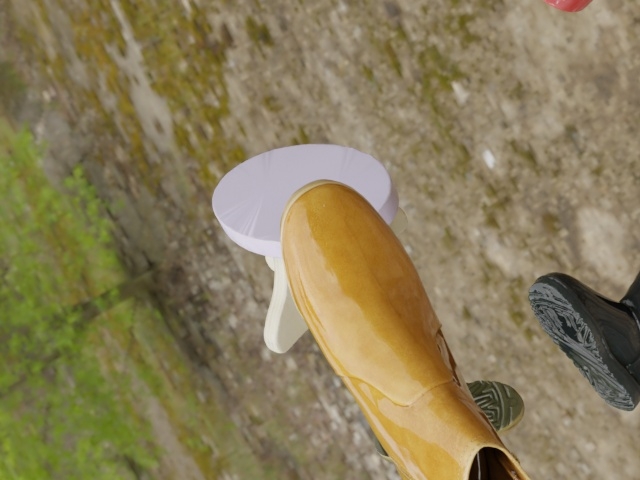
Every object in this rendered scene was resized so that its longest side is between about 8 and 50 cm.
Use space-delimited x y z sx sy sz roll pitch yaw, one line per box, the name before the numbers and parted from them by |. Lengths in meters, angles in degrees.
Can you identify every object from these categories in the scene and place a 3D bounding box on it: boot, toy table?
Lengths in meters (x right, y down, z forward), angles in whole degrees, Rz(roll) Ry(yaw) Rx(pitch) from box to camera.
boot | 0.228 0.316 1.710 0.269 0.236 0.089 48 -148 -48
boot | 0.403 0.076 1.516 0.246 0.207 0.094 50 158 -23
boot | 0.076 0.102 0.859 0.295 0.104 0.211 65 170 -22
toy table | 0.000 0.000 1.387 0.274 0.252 0.161 31 154 52

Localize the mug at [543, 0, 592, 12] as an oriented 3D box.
mug | 0.270 -0.295 1.079 0.169 0.113 0.150 -49 36 44
